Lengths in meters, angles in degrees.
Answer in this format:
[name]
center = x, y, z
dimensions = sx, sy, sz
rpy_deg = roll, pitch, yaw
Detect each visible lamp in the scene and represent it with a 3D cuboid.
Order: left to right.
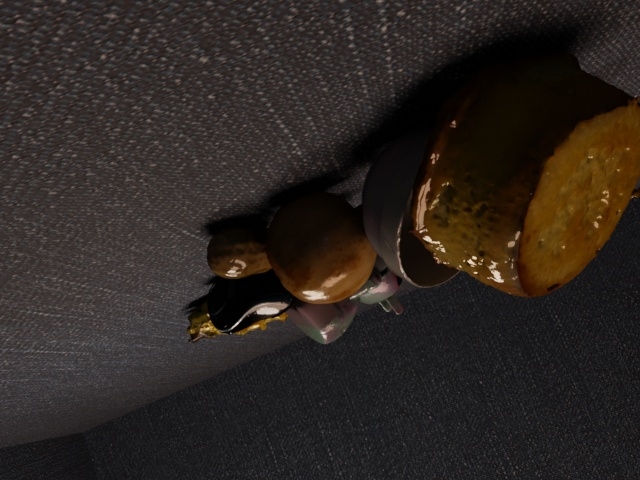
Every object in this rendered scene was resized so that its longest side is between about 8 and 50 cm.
[lamp]
center = 0.080, 0.118, 1.899
dimensions = 0.301, 0.247, 0.247
rpy_deg = -44, -165, -18

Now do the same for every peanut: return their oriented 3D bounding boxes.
[peanut]
center = -0.141, 0.018, 1.476
dimensions = 0.108, 0.095, 0.226
rpy_deg = 8, -173, 23

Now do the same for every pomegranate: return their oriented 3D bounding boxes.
[pomegranate]
center = 0.001, 0.012, 1.419
dimensions = 0.207, 0.207, 0.207
rpy_deg = -22, 168, -5

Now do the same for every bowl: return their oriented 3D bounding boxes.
[bowl]
center = 0.174, -0.075, 1.350
dimensions = 0.287, 0.144, 0.286
rpy_deg = -27, 129, -39

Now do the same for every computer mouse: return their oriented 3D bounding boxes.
[computer mouse]
center = -0.162, 0.123, 1.806
dimensions = 0.233, 0.137, 0.096
rpy_deg = -30, 148, 9

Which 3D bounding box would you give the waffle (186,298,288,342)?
[waffle]
center = -0.156, 0.157, 2.084
dimensions = 0.380, 0.095, 0.382
rpy_deg = -31, 163, 32

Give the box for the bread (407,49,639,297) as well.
[bread]
center = 0.315, -0.094, 1.218
dimensions = 0.398, 0.215, 0.398
rpy_deg = -26, 133, -32
